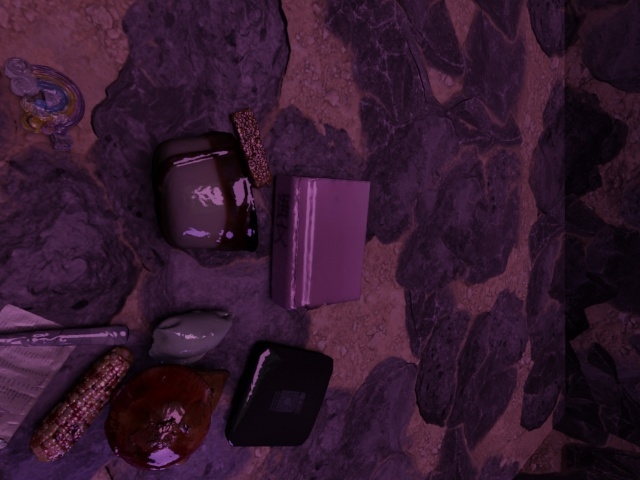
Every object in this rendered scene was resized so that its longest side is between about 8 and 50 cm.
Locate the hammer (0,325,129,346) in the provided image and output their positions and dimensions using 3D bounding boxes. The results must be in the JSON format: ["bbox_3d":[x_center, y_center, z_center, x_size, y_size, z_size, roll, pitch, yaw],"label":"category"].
[{"bbox_3d":[-0.596,0.183,0.775,0.427,0.044,0.152,5,95,-37],"label":"hammer"}]

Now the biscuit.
[{"bbox_3d":[-0.173,-0.230,1.024,0.064,0.034,0.199,-28,114,-29],"label":"biscuit"}]

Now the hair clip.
[{"bbox_3d":[-0.509,-0.257,0.763,0.116,0.049,0.172,-19,102,-47],"label":"hair clip"}]

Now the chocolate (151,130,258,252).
[{"bbox_3d":[-0.260,-0.093,0.866,0.186,0.283,0.283,-15,108,-18],"label":"chocolate"}]

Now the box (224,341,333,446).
[{"bbox_3d":[-0.114,0.454,1.180,0.289,0.073,0.290,22,86,-37],"label":"box"}]

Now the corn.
[{"bbox_3d":[-0.499,0.342,0.859,0.253,0.086,0.086,-52,125,-18],"label":"corn"}]

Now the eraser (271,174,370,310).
[{"bbox_3d":[0.000,0.000,1.150,0.272,0.122,0.359,-4,103,-39],"label":"eraser"}]

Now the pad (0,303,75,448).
[{"bbox_3d":[-0.625,0.273,0.798,0.159,0.009,0.265,40,75,-35],"label":"pad"}]

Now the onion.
[{"bbox_3d":[-0.341,0.387,0.857,0.230,0.163,0.229,-3,103,-15],"label":"onion"}]

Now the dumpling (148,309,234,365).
[{"bbox_3d":[-0.312,0.231,0.982,0.217,0.149,0.104,-11,67,-42],"label":"dumpling"}]

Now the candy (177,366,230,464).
[{"bbox_3d":[-0.336,0.438,0.996,0.143,0.101,0.271,25,90,-45],"label":"candy"}]
